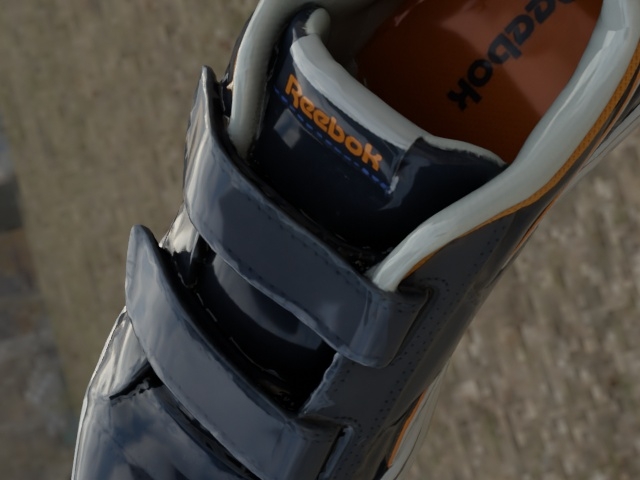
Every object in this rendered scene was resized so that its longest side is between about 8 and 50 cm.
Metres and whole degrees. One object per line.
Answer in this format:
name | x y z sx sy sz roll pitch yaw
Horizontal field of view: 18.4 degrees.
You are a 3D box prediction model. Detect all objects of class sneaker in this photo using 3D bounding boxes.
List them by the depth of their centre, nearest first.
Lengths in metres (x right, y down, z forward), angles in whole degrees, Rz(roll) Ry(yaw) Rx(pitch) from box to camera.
sneaker | 0.000 0.000 0.657 0.126 0.321 0.127 39 -167 19
